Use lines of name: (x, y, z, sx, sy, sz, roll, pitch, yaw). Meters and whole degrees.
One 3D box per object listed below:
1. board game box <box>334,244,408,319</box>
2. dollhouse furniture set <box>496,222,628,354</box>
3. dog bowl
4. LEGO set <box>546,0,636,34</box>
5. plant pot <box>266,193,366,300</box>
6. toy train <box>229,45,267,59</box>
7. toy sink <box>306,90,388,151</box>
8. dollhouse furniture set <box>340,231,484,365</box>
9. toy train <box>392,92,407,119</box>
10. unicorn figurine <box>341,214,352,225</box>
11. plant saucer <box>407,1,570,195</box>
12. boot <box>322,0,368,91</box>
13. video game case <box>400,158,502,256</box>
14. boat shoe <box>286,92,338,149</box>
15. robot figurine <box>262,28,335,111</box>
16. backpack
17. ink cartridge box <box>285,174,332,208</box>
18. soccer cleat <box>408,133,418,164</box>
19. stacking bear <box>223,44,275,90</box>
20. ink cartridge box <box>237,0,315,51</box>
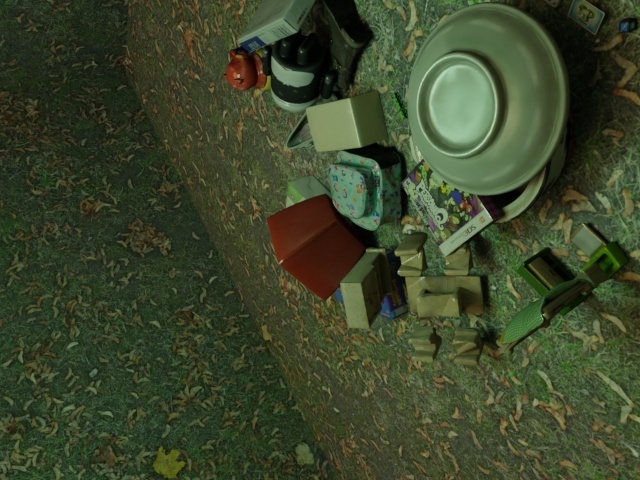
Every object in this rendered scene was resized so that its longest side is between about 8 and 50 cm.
board game box: (0.160, 0.135, 2.129, 0.347, 0.078, 0.233, 13, 120, 57)
dollhouse furniture set: (0.494, 0.095, 1.288, 0.151, 0.301, 0.198, 52, 150, 23)
dog bowl: (0.405, -0.251, 1.366, 0.408, 0.150, 0.408, 38, 139, 43)
LEGO set: (0.528, -0.508, 1.110, 0.244, 0.060, 0.182, 53, 160, 28)
plant pot: (0.000, 0.000, 2.036, 0.267, 0.235, 0.267, 41, -161, -37)
toy train: (-0.245, -0.680, 2.252, 0.248, 0.105, 0.143, 29, 144, 49)
toy sink: (0.085, -0.377, 1.852, 0.234, 0.131, 0.153, 4, 112, 54)
dollhouse furniture set: (0.298, 0.146, 1.768, 0.394, 0.256, 0.362, -2, 112, 26)
toy train: (0.232, -0.394, 1.704, 0.083, 0.017, 0.023, 67, 162, 2)
unicorn figurine: (0.120, -0.137, 1.997, 0.111, 0.162, 0.060, 40, 145, -5)
plant saucer: (0.311, -0.285, 1.217, 0.400, 0.100, 0.401, 23, 121, 45)
boot: (0.045, -0.623, 1.799, 0.263, 0.091, 0.229, 67, 159, 14)
video game case: (0.313, -0.103, 1.425, 0.232, 0.041, 0.210, 61, 149, 13)
boat shoe: (-0.024, -0.407, 2.044, 0.320, 0.103, 0.118, -32, 82, 61)
robot figurine: (-0.074, -0.542, 1.859, 0.209, 0.173, 0.278, 61, 161, 25)
backpack: (0.149, -0.159, 1.848, 0.225, 0.191, 0.254, 27, 136, 50)
ink cartridge box: (-0.043, -0.055, 2.304, 0.207, 0.119, 0.354, 49, 145, 34)
soccer cleat: (0.306, -0.222, 1.651, 0.076, 0.068, 0.196, -37, 70, 66)
stacking bear: (-0.190, -0.596, 2.004, 0.175, 0.289, 0.164, 40, 141, 41)
ink cartridge box: (-0.094, -0.760, 1.805, 0.071, 0.330, 0.324, 36, 167, -29)
